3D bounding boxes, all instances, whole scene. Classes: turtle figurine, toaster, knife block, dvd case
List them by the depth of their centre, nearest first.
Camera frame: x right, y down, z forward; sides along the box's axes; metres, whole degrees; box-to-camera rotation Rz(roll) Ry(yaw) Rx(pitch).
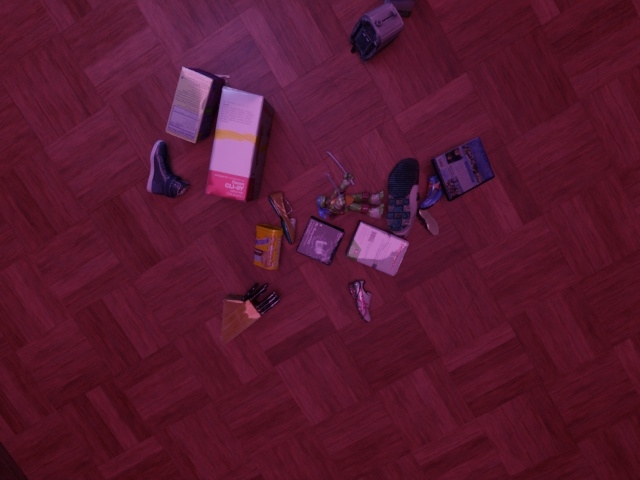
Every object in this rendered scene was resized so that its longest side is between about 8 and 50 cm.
[{"bbox_3d":[0.212,-0.785,1.540,0.146,0.227,0.129,-36,96,-11],"label":"toaster"},{"bbox_3d":[0.125,-0.194,1.622,0.265,0.198,0.275,10,102,-3],"label":"turtle figurine"},{"bbox_3d":[0.573,-0.286,1.629,0.252,0.022,0.181,-27,97,-19],"label":"dvd case"},{"bbox_3d":[-0.297,0.318,1.761,0.241,0.088,0.276,7,98,2],"label":"knife block"}]

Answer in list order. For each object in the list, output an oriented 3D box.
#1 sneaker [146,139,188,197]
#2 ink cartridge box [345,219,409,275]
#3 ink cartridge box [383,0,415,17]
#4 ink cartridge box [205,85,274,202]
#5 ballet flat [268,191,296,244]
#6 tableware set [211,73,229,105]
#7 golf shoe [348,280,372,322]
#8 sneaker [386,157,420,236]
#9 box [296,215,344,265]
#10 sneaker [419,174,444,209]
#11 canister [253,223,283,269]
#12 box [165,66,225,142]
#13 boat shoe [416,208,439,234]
[{"bbox_3d":[-0.619,-0.287,1.682,0.163,0.086,0.227,17,108,10],"label":"sneaker"},{"bbox_3d":[0.234,0.031,1.699,0.219,0.092,0.161,23,99,-1],"label":"ink cartridge box"},{"bbox_3d":[0.309,-0.967,1.464,0.116,0.278,0.202,10,99,1],"label":"ink cartridge box"},{"bbox_3d":[-0.302,-0.356,1.571,0.160,0.279,0.386,11,98,0],"label":"ink cartridge box"},{"bbox_3d":[-0.142,-0.098,1.707,0.073,0.080,0.233,-26,98,-14],"label":"ballet flat"},{"bbox_3d":[-0.471,-0.618,1.662,0.193,0.039,0.129,6,98,1],"label":"tableware set"},{"bbox_3d":[0.186,0.262,1.746,0.085,0.067,0.186,-21,96,3],"label":"golf shoe"},{"bbox_3d":[0.341,-0.170,1.668,0.122,0.146,0.331,7,75,26],"label":"sneaker"},{"bbox_3d":[0.000,0.000,1.705,0.158,0.093,0.156,23,98,-2],"label":"box"},{"bbox_3d":[0.468,-0.217,1.665,0.087,0.083,0.221,37,82,8],"label":"sneaker"},{"bbox_3d":[-0.221,0.026,1.707,0.126,0.073,0.170,15,104,37],"label":"canister"},{"bbox_3d":[-0.474,-0.520,1.563,0.117,0.214,0.243,21,109,-9],"label":"box"},{"bbox_3d":[0.448,-0.079,1.704,0.048,0.042,0.133,-37,95,-14],"label":"boat shoe"}]
